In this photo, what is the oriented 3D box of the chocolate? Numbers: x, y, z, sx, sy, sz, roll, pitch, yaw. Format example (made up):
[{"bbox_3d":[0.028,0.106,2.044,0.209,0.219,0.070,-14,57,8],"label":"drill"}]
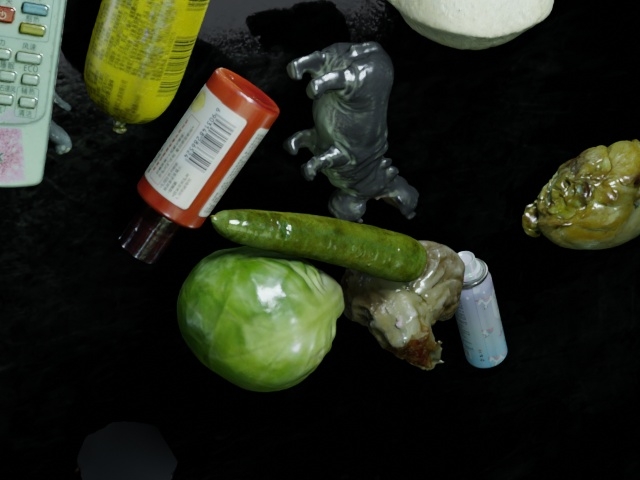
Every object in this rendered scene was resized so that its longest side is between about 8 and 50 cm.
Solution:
[{"bbox_3d":[-0.304,0.371,1.887,0.156,0.156,0.133,-15,147,-19],"label":"chocolate"}]

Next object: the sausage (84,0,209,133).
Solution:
[{"bbox_3d":[-0.198,-0.289,1.475,0.123,0.123,0.347,7,117,-33],"label":"sausage"}]

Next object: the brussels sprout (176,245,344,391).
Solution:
[{"bbox_3d":[-0.086,0.106,1.754,0.244,0.244,0.244,-15,127,-20],"label":"brussels sprout"}]

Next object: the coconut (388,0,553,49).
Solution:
[{"bbox_3d":[0.198,-0.390,1.552,0.237,0.237,0.266,-17,134,-18],"label":"coconut"}]

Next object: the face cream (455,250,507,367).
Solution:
[{"bbox_3d":[0.258,0.112,2.039,0.075,0.075,0.229,-28,131,-10],"label":"face cream"}]

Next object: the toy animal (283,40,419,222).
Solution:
[{"bbox_3d":[0.039,-0.134,1.730,0.168,0.106,0.343,-28,140,-10],"label":"toy animal"}]

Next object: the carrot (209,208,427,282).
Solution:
[{"bbox_3d":[0.000,0.000,1.742,0.358,0.074,0.074,12,115,-32],"label":"carrot"}]

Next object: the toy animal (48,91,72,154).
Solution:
[{"bbox_3d":[-0.434,-0.121,1.493,0.269,0.082,0.137,-23,127,-9],"label":"toy animal"}]

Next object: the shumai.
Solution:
[{"bbox_3d":[0.141,0.103,1.890,0.206,0.175,0.166,-9,126,-12],"label":"shumai"}]

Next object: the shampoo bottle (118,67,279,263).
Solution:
[{"bbox_3d":[-0.173,-0.090,1.639,0.104,0.104,0.278,26,106,-39],"label":"shampoo bottle"}]

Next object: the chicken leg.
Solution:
[{"bbox_3d":[0.542,-0.097,2.023,0.429,0.152,0.201,-19,142,-26],"label":"chicken leg"}]

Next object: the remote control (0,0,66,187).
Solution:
[{"bbox_3d":[-0.368,-0.232,1.401,0.145,0.050,0.344,5,103,-19],"label":"remote control"}]
